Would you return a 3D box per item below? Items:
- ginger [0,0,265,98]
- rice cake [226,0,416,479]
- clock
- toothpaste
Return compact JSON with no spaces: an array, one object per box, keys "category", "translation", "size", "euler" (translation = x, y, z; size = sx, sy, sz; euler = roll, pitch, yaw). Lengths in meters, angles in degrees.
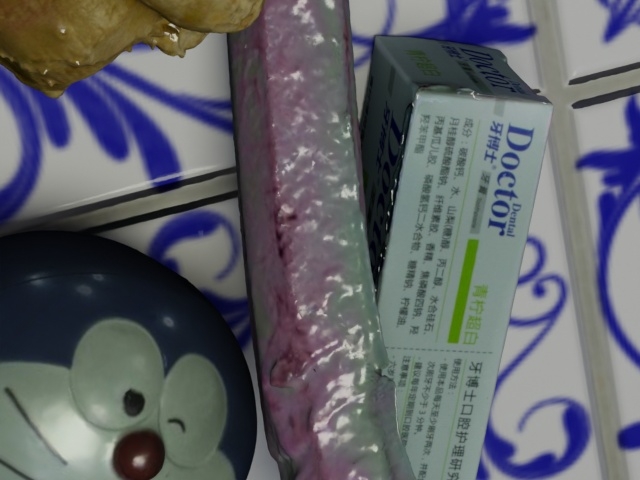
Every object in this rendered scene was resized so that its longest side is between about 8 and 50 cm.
[{"category":"ginger","translation":[-0.126,-0.124,0.704],"size":[0.205,0.115,0.081],"euler":[34,66,-16]},{"category":"rice cake","translation":[-0.001,0.002,0.727],"size":[0.051,0.081,0.290],"euler":[-5,89,-31]},{"category":"clock","translation":[-0.136,0.105,0.756],"size":[0.243,0.146,0.199],"euler":[-47,129,13]},{"category":"toothpaste","translation":[0.032,0.083,0.816],"size":[0.067,0.081,0.336],"euler":[5,111,-14]}]
